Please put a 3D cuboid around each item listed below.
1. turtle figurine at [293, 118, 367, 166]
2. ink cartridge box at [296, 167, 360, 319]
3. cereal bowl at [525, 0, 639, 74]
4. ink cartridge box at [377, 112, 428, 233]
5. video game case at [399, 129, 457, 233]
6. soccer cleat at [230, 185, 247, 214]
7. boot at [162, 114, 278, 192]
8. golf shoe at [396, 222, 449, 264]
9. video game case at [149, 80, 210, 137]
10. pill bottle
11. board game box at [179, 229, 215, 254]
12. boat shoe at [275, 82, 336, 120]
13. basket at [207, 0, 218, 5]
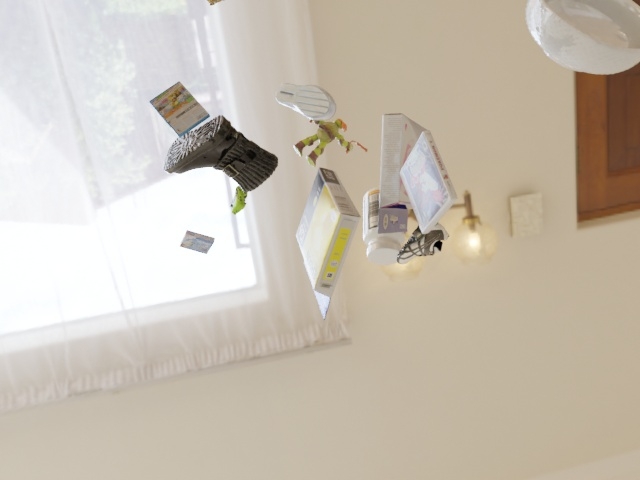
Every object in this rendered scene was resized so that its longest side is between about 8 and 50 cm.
[{"bbox_3d":[0.024,-0.369,2.082,0.217,0.269,0.087,-45,175,-13],"label":"turtle figurine"},{"bbox_3d":[0.000,0.000,1.539,0.072,0.307,0.303,12,-155,-19],"label":"ink cartridge box"},{"bbox_3d":[0.686,-0.548,1.505,0.339,0.141,0.339,9,-130,-11],"label":"cereal bowl"},{"bbox_3d":[0.251,-0.184,1.692,0.071,0.330,0.324,2,-176,23],"label":"ink cartridge box"},{"bbox_3d":[0.255,-0.136,1.389,0.023,0.183,0.201,-12,160,-15],"label":"video game case"},{"bbox_3d":[-0.330,-0.165,2.296,0.072,0.060,0.179,-44,-156,19],"label":"soccer cleat"},{"bbox_3d":[-0.340,-0.256,1.927,0.348,0.260,0.131,-16,-128,37],"label":"boot"},{"bbox_3d":[0.279,0.021,1.578,0.094,0.198,0.077,37,-129,7],"label":"golf shoe"},{"bbox_3d":[-0.441,-0.411,1.794,0.119,0.166,0.015,-38,163,-11],"label":"video game case"},{"bbox_3d":[0.244,-0.057,2.208,0.162,0.162,0.278,-5,-121,12],"label":"pill bottle"},{"bbox_3d":[-0.378,0.006,1.754,0.090,0.020,0.090,17,147,-18],"label":"board game box"},{"bbox_3d":[-0.035,-0.477,1.966,0.094,0.109,0.302,13,-165,-44],"label":"boat shoe"},{"bbox_3d":[-0.217,-0.853,1.651,0.299,0.213,0.223,-36,-162,-29],"label":"basket"}]
